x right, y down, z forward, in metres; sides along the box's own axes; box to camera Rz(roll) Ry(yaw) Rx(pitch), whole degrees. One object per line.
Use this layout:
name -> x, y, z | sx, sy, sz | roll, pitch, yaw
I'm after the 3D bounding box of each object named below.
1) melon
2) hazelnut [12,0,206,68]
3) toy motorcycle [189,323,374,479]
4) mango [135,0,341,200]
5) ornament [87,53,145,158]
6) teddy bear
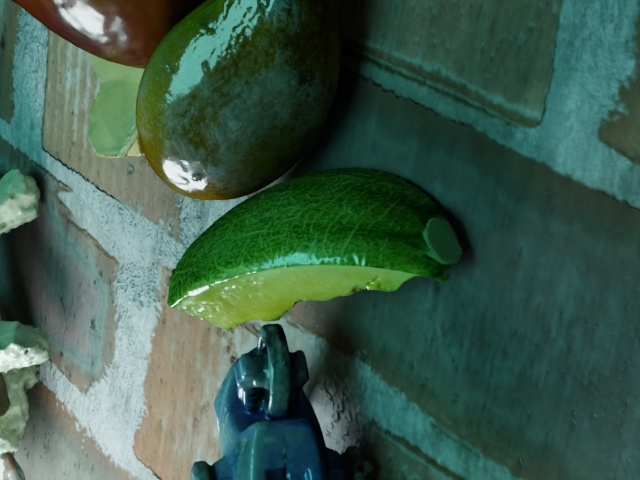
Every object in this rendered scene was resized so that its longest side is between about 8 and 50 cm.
melon -> 0.000, 0.000, 1.410 | 0.323, 0.196, 0.124 | -15, 115, 46
hazelnut -> -0.234, -0.357, 1.510 | 0.372, 0.315, 0.372 | 53, 165, 21
toy motorcycle -> -0.070, 0.258, 1.498 | 0.241, 0.182, 0.319 | -16, 74, 50
mango -> -0.081, -0.168, 1.438 | 0.146, 0.193, 0.316 | -85, 20, -51
ornament -> -0.231, -0.205, 1.731 | 0.180, 0.059, 0.201 | 1, 96, 50
teddy bear -> -0.483, 0.145, 2.098 | 0.327, 0.375, 0.362 | 2, 140, 52
